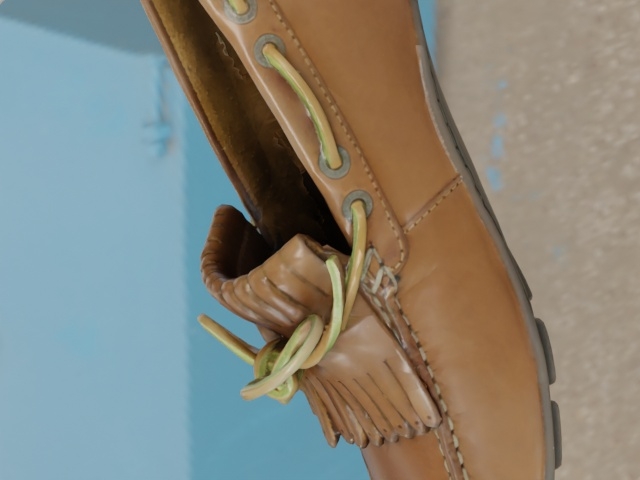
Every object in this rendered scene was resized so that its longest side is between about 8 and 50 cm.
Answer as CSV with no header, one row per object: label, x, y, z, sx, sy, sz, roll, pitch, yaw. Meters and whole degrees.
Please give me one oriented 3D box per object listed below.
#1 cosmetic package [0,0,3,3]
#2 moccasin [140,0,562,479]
cosmetic package,-0.306,-0.132,0.970,0.230,0.453,0.161,45,176,-14
moccasin,0.002,0.001,0.857,0.139,0.147,0.380,19,130,60
